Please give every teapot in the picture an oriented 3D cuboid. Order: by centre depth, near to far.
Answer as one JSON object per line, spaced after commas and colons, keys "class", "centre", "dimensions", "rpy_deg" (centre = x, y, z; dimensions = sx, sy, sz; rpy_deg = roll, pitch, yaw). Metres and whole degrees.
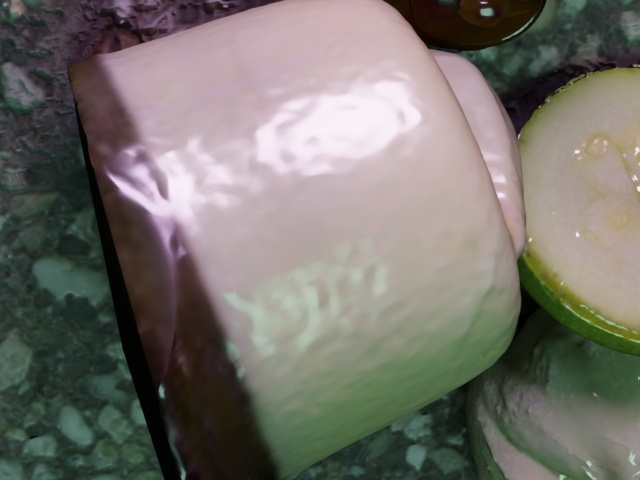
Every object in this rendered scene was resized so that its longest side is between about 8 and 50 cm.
{"class": "teapot", "centre": [0.099, -0.174, 1.256], "dimensions": [0.129, 0.078, 0.098], "rpy_deg": [5, 123, -18]}

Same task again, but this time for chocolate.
{"class": "chocolate", "centre": [0.000, 0.000, 1.201], "dimensions": [0.297, 0.326, 0.314], "rpy_deg": [-13, 167, -3]}

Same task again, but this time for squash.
{"class": "squash", "centre": [0.237, -0.024, 1.331], "dimensions": [0.219, 0.219, 0.041], "rpy_deg": [-3, 163, -13]}

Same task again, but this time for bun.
{"class": "bun", "centre": [0.311, 0.160, 1.468], "dimensions": [0.365, 0.219, 0.365], "rpy_deg": [-8, 131, -9]}
